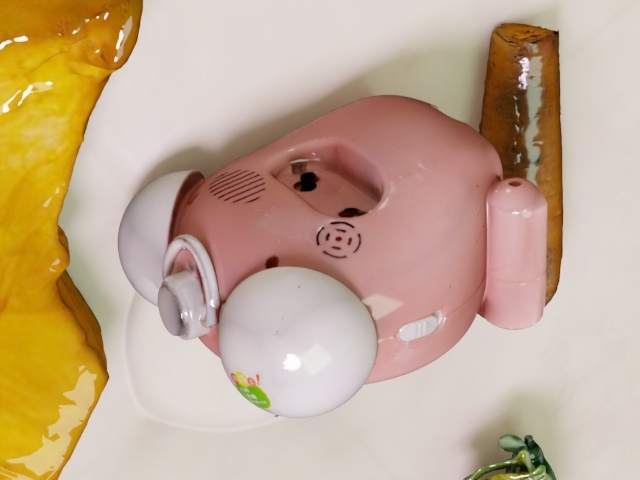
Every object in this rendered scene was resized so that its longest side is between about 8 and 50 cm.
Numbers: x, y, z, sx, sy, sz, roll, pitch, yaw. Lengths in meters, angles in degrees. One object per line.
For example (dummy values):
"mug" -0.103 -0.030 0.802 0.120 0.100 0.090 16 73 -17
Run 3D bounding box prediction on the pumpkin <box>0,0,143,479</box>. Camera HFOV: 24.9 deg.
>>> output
"pumpkin" -0.192 0.028 0.612 0.290 0.095 0.258 -22 122 -20

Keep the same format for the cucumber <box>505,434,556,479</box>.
"cucumber" 0.133 0.174 0.910 0.037 0.037 0.155 -19 127 -18

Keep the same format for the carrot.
"carrot" 0.103 -0.034 0.765 0.055 0.055 0.161 -10 115 -24

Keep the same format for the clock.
"clock" 0.000 0.000 0.659 0.162 0.166 0.093 -22 126 -25

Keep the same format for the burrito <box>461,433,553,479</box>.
"burrito" 0.094 0.234 0.902 0.104 0.054 0.288 3 129 2
